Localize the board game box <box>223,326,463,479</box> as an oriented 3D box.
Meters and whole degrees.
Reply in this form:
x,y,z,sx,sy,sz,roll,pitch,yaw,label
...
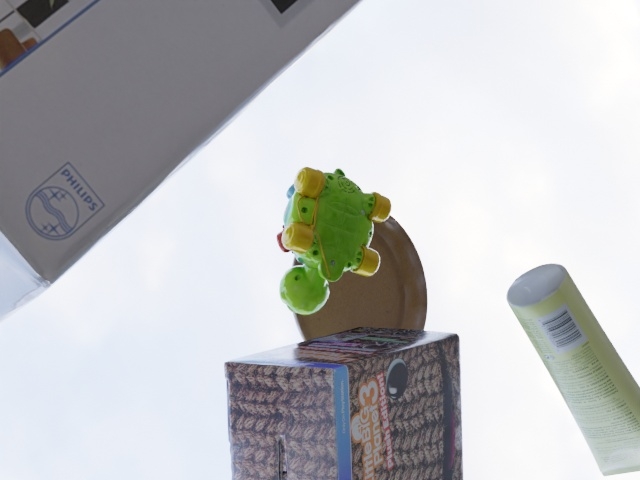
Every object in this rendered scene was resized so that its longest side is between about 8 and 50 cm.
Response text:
x,y,z,sx,sy,sz,roll,pitch,yaw,label
0.035,0.232,1.542,0.291,0.141,0.232,-9,-82,-57,board game box

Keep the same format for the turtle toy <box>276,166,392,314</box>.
x,y,z,sx,sy,sz,roll,pitch,yaw,label
0.000,0.000,1.161,0.095,0.066,0.130,21,-105,-30,turtle toy

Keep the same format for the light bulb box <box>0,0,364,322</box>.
x,y,z,sx,sy,sz,roll,pitch,yaw,label
-0.167,-0.129,0.839,0.225,0.358,0.361,50,-120,-9,light bulb box

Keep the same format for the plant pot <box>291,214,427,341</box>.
x,y,z,sx,sy,sz,roll,pitch,yaw,label
0.045,0.068,1.750,0.236,0.032,0.236,8,-103,-40,plant pot

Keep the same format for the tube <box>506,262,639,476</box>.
x,y,z,sx,sy,sz,roll,pitch,yaw,label
0.251,0.129,1.254,0.062,0.070,0.240,-38,-67,-9,tube
